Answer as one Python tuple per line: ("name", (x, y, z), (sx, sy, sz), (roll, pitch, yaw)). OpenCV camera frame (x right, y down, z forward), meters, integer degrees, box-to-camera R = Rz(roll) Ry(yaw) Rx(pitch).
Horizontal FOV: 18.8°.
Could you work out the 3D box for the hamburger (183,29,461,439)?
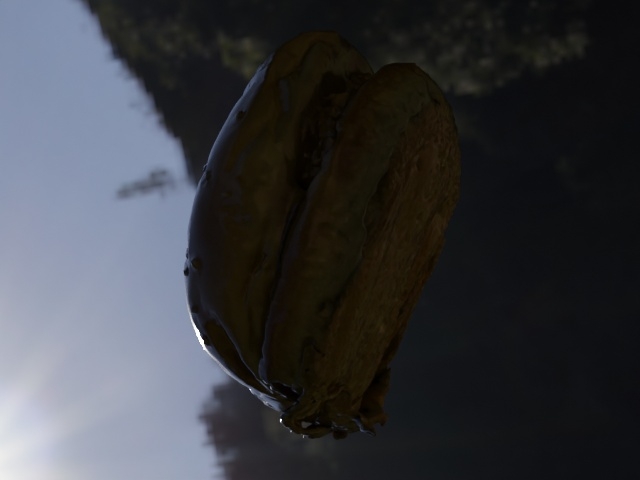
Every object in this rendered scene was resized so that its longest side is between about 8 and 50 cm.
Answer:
("hamburger", (0.000, 0.000, 1.427), (0.318, 0.158, 0.318), (13, -90, -75))
